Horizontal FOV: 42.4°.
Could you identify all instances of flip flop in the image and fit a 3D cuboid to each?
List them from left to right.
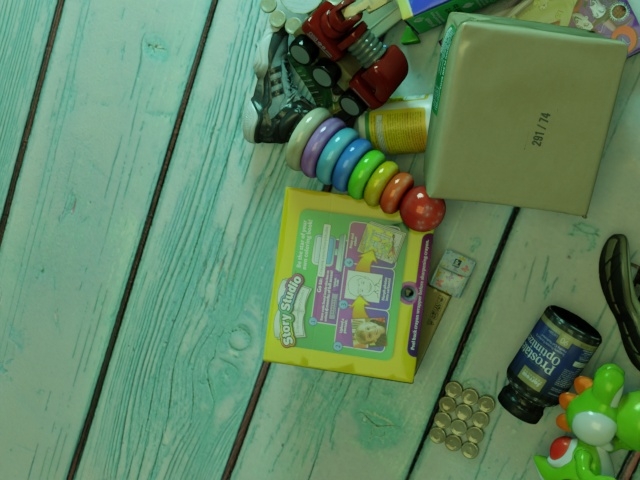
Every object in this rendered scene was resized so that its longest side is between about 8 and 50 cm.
[{"bbox_3d":[0.606,0.118,1.571,0.080,0.112,0.277,-18,87,-5],"label":"flip flop"}]

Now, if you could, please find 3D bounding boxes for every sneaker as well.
[{"bbox_3d":[-0.068,-0.327,1.774,0.153,0.101,0.268,16,101,12],"label":"sneaker"}]

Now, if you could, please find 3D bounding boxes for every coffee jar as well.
[{"bbox_3d":[0.014,-0.329,1.710,0.079,0.096,0.184,10,134,60],"label":"coffee jar"}]

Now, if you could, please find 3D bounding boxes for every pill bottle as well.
[{"bbox_3d":[0.191,-0.235,1.672,0.209,0.117,0.117,-3,95,21],"label":"pill bottle"},{"bbox_3d":[0.446,0.248,1.626,0.123,0.123,0.219,32,106,14],"label":"pill bottle"}]

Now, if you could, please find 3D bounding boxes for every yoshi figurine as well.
[{"bbox_3d":[0.552,0.419,1.566,0.203,0.203,0.362,6,107,-17],"label":"yoshi figurine"}]

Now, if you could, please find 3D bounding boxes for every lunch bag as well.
[{"bbox_3d":[0.274,0.068,1.709,0.071,0.053,0.083,27,95,14],"label":"lunch bag"}]

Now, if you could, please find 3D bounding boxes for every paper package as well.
[{"bbox_3d":[0.358,-0.230,1.506,0.310,0.168,0.324,6,112,-3],"label":"paper package"}]

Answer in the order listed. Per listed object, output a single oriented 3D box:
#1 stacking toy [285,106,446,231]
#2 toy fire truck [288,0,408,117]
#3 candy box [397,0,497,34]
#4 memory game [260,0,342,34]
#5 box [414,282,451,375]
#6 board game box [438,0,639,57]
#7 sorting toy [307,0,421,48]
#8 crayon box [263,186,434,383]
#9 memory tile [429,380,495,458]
[{"bbox_3d":[0.100,-0.128,1.615,0.330,0.141,0.141,32,106,15],"label":"stacking toy"},{"bbox_3d":[0.096,-0.381,1.552,0.217,0.158,0.246,45,153,-13],"label":"toy fire truck"},{"bbox_3d":[0.280,-0.585,1.580,0.317,0.122,0.268,-20,78,22],"label":"candy box"},{"bbox_3d":[-0.039,-0.516,1.716,0.186,0.012,0.186,-1,85,14],"label":"memory game"},{"bbox_3d":[0.168,0.170,1.776,0.164,0.021,0.201,26,105,16],"label":"box"},{"bbox_3d":[0.429,-0.383,1.607,0.347,0.056,0.208,-27,90,21],"label":"board game box"},{"bbox_3d":[0.076,-0.497,1.726,0.196,0.047,0.347,-34,84,16],"label":"sorting toy"},{"bbox_3d":[0.062,0.089,1.707,0.313,0.106,0.362,8,90,7],"label":"crayon box"},{"bbox_3d":[0.300,0.381,1.754,0.113,0.012,0.148,21,103,17],"label":"memory tile"}]
